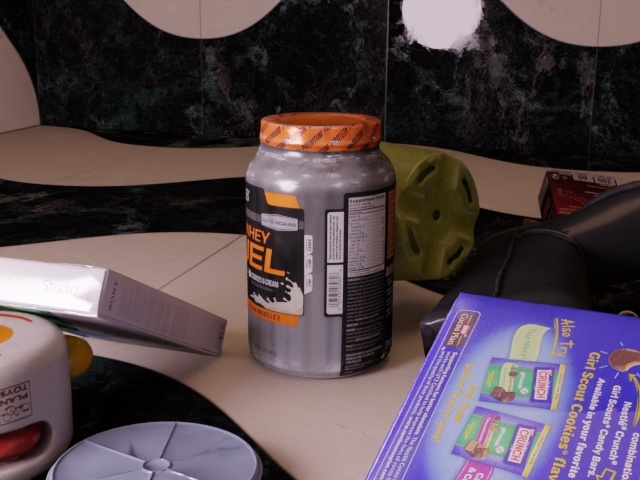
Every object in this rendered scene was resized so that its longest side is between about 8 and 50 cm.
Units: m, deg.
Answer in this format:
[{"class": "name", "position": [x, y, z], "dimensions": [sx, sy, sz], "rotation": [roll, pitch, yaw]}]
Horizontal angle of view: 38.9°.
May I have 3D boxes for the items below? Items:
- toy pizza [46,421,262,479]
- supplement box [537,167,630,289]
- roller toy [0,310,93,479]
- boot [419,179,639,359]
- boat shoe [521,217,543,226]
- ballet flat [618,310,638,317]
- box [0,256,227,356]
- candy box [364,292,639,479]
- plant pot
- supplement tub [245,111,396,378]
[{"class": "toy pizza", "position": [-0.155, 0.226, 0.858], "dimensions": [0.201, 0.032, 0.201], "rotation": [1, 13, 0]}, {"class": "supplement box", "position": [0.458, -0.025, 1.569], "dimensions": [0.130, 0.073, 0.239], "rotation": [7, 39, -1]}, {"class": "roller toy", "position": [-0.347, 0.152, 0.909], "dimensions": [0.209, 0.146, 0.191], "rotation": [1, 15, 0]}, {"class": "boot", "position": [0.345, 0.048, 1.213], "dimensions": [0.366, 0.146, 0.445], "rotation": [-22, 2, 22]}, {"class": "boat shoe", "position": [0.476, -0.019, 1.695], "dimensions": [0.257, 0.095, 0.095], "rotation": [-9, 17, -33]}, {"class": "ballet flat", "position": [0.391, 0.133, 1.191], "dimensions": [0.057, 0.053, 0.168], "rotation": [8, 17, 20]}, {"class": "box", "position": [-0.280, 0.081, 1.093], "dimensions": [0.232, 0.059, 0.322], "rotation": [5, -14, 19]}, {"class": "candy box", "position": [0.217, 0.184, 0.678], "dimensions": [0.317, 0.122, 0.268], "rotation": [7, 41, 28]}, {"class": "plant pot", "position": [0.085, -0.042, 1.357], "dimensions": [0.276, 0.276, 0.253], "rotation": [-13, 13, -41]}, {"class": "supplement tub", "position": [0.000, 0.000, 1.169], "dimensions": [0.193, 0.316, 0.193], "rotation": [0, 14, 0]}]
